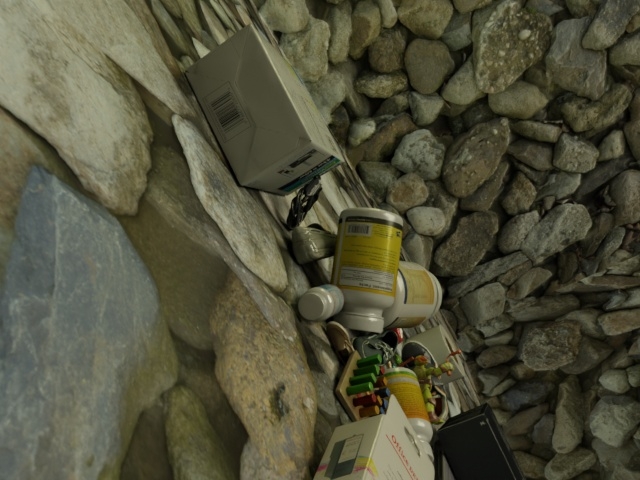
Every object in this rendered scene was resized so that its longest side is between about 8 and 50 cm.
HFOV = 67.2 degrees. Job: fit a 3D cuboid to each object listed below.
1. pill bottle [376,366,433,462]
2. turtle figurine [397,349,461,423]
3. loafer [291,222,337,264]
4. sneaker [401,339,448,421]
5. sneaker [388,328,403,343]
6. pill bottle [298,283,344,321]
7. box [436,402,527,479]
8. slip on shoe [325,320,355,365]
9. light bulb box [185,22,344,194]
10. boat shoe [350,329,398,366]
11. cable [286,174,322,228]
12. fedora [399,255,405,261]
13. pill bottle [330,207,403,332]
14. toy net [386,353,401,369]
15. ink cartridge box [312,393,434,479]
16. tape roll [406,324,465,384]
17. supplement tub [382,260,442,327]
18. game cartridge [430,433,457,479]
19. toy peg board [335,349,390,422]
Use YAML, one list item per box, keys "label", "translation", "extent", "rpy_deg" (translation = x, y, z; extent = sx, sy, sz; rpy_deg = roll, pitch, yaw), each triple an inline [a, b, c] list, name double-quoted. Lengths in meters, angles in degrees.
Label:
- label: "pill bottle"
  translation: [0.224, 0.482, 1.306]
  extent: [0.136, 0.136, 0.246]
  rpy_deg: [51, 18, -36]
- label: "turtle figurine"
  translation: [0.313, 0.431, 1.435]
  extent: [0.087, 0.269, 0.217]
  rpy_deg: [20, 55, -32]
- label: "loafer"
  translation: [0.000, 0.000, 1.459]
  extent: [0.319, 0.112, 0.111]
  rpy_deg: [-4, 75, -73]
- label: "sneaker"
  translation: [0.399, 0.534, 1.824]
  extent: [0.321, 0.126, 0.127]
  rpy_deg: [67, 10, 13]
- label: "sneaker"
  translation: [0.206, 0.285, 1.745]
  extent: [0.221, 0.087, 0.128]
  rpy_deg: [55, 20, 21]
- label: "pill bottle"
  translation: [0.001, 0.159, 1.226]
  extent: [0.087, 0.087, 0.160]
  rpy_deg: [65, 16, 9]
- label: "box"
  translation: [0.573, 0.773, 1.667]
  extent: [0.343, 0.179, 0.312]
  rpy_deg: [67, 15, 20]
- label: "slip on shoe"
  translation: [0.054, 0.278, 1.282]
  extent: [0.135, 0.051, 0.041]
  rpy_deg: [65, 26, -15]
- label: "light bulb box"
  translation: [-0.138, -0.342, 1.376]
  extent: [0.358, 0.225, 0.361]
  rpy_deg: [63, 14, 7]
- label: "boat shoe"
  translation: [0.171, 0.329, 1.472]
  extent: [0.116, 0.099, 0.319]
  rpy_deg: [65, 15, 9]
- label: "cable"
  translation: [-0.054, -0.106, 1.443]
  extent: [0.047, 0.184, 0.150]
  rpy_deg: [30, -26, 4]
- label: "fedora"
  translation: [0.334, 0.167, 2.200]
  extent: [0.334, 0.152, 0.334]
  rpy_deg: [56, 16, -25]
- label: "pill bottle"
  translation: [0.126, 0.087, 1.375]
  extent: [0.188, 0.188, 0.334]
  rpy_deg: [27, 69, -65]
- label: "toy net"
  translation: [0.237, 0.446, 1.601]
  extent: [0.122, 0.045, 0.232]
  rpy_deg: [54, 19, -26]
- label: "ink cartridge box"
  translation: [0.090, 0.458, 0.837]
  extent: [0.207, 0.119, 0.353]
  rpy_deg: [61, 25, -7]
- label: "tape roll"
  translation: [0.508, 0.517, 2.133]
  extent: [0.246, 0.169, 0.246]
  rpy_deg: [54, 17, -26]
- label: "supplement tub"
  translation: [0.244, 0.178, 1.598]
  extent: [0.316, 0.228, 0.228]
  rpy_deg: [10, 51, -49]
- label: "game cartridge"
  translation: [0.432, 0.817, 1.574]
  extent: [0.230, 0.068, 0.355]
  rpy_deg: [66, 15, 1]
- label: "toy peg board"
  translation: [0.128, 0.379, 1.207]
  extent: [0.161, 0.079, 0.161]
  rpy_deg: [61, 28, -13]
